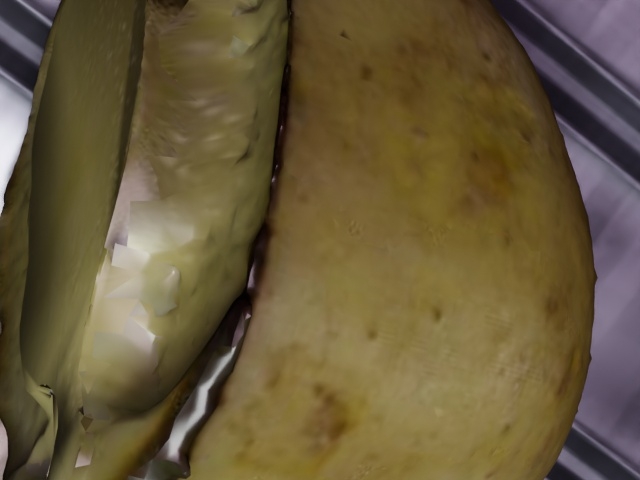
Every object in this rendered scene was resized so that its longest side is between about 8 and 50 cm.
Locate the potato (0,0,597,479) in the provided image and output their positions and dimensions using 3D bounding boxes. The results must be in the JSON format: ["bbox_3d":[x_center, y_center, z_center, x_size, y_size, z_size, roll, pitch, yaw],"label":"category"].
[{"bbox_3d":[0.000,0.000,0.679,0.243,0.285,0.242,-6,143,-4],"label":"potato"}]

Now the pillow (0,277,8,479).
[{"bbox_3d":[-0.168,0.147,0.761,0.173,0.067,0.270,34,97,-11],"label":"pillow"}]
